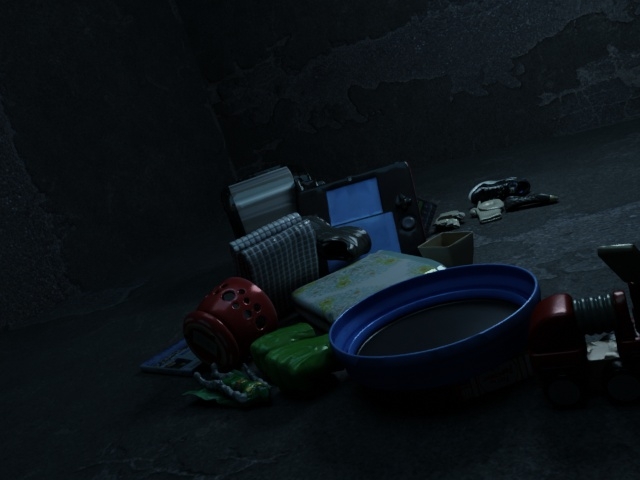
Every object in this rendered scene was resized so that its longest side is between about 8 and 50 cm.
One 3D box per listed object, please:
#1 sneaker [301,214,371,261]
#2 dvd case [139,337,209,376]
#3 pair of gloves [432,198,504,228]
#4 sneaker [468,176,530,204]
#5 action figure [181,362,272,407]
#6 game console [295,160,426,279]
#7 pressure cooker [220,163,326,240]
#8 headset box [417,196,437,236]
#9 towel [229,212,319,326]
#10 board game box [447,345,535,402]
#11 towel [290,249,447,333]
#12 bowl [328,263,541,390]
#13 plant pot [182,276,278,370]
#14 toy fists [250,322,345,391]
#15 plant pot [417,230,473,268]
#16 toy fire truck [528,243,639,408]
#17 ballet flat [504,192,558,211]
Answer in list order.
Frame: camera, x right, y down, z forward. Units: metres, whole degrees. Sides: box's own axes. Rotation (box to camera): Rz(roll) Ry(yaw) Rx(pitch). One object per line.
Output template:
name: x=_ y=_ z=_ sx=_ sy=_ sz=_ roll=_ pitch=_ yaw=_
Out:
sneaker: x=0.000 y=0.000 z=1.705 sx=0.286 sy=0.109 sz=0.130 roll=7 pitch=25 yaw=25
dvd case: x=-0.347 y=0.307 z=1.554 sx=0.253 sy=0.022 sz=0.180 roll=-8 pitch=15 yaw=42
pair of gloves: x=0.516 y=-0.094 z=2.003 sx=0.240 sy=0.042 sz=0.204 roll=-12 pitch=13 yaw=24
sneaker: x=0.658 y=-0.183 z=2.095 sx=0.217 sy=0.079 sz=0.121 roll=-19 pitch=11 yaw=-10
action figure: x=-0.180 y=0.308 z=1.223 sx=0.232 sy=0.063 sz=0.137 roll=0 pitch=18 yaw=46
game console: x=0.119 y=-0.052 z=1.790 sx=0.387 sy=0.341 sz=0.060 roll=-15 pitch=-20 yaw=15
pressure cooker: x=-0.139 y=-0.093 z=2.231 sx=0.421 sy=0.375 sz=0.370 roll=-20 pitch=27 yaw=-6
headset box: x=0.231 y=-0.110 z=2.008 sx=0.283 sy=0.131 sz=0.246 roll=19 pitch=-1 yaw=-20
towel: x=-0.118 y=0.090 z=1.618 sx=0.235 sy=0.283 sz=0.121 roll=-30 pitch=43 yaw=-28
board game box: x=0.277 y=0.204 z=1.028 sx=0.147 sy=0.045 sz=0.193 roll=-19 pitch=12 yaw=-3
towel: x=0.120 y=0.135 z=1.483 sx=0.321 sy=0.090 sz=0.374 roll=-25 pitch=13 yaw=-18
bowl: x=0.210 y=0.153 z=1.068 sx=0.391 sy=0.077 sz=0.391 roll=-18 pitch=11 yaw=4
plant pot: x=-0.229 y=0.213 z=1.422 sx=0.191 sy=0.191 sz=0.174 roll=-7 pitch=25 yaw=42
toy fists: x=-0.061 y=0.249 z=1.225 sx=0.142 sy=0.096 sz=0.279 roll=-12 pitch=8 yaw=-21
plant pot: x=0.344 y=0.041 z=1.531 sx=0.109 sy=0.096 sz=0.109 roll=-27 pitch=14 yaw=-34
toy fire truck: x=0.396 y=0.106 z=0.811 sx=0.217 sy=0.246 sz=0.158 roll=-12 pitch=13 yaw=26
ballet flat: x=0.697 y=-0.126 z=1.907 sx=0.173 sy=0.049 sz=0.057 roll=-5 pitch=-15 yaw=34
